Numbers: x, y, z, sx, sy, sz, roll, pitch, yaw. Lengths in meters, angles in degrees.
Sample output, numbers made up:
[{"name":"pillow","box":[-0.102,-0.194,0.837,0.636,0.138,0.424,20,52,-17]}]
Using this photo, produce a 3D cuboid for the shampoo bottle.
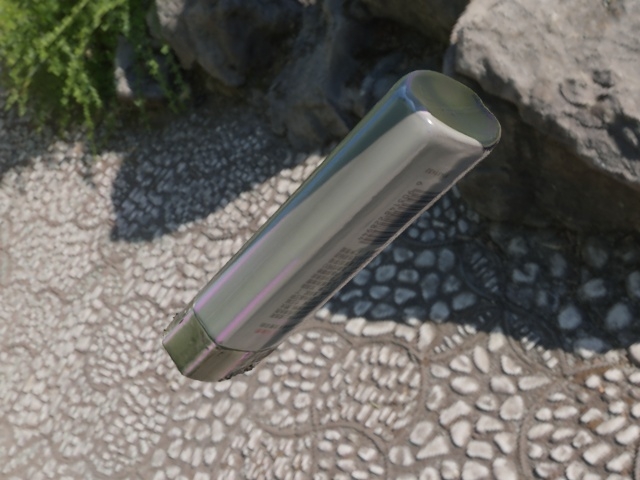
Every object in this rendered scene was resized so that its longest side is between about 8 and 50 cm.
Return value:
[{"name":"shampoo bottle","box":[0.000,0.000,0.488,0.227,0.086,0.055,-45,71,32]}]
